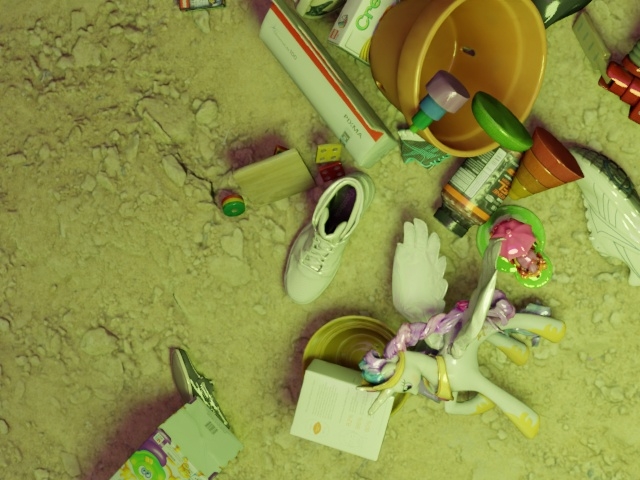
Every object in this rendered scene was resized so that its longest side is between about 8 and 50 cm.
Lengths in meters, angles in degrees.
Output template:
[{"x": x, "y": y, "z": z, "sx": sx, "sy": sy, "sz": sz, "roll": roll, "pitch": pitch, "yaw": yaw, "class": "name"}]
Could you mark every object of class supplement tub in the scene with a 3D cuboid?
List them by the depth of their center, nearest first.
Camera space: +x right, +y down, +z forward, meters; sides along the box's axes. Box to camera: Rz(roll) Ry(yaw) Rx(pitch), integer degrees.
[{"x": 0.297, "y": -0.101, "z": 1.593, "sx": 0.106, "sy": 0.106, "sz": 0.198, "roll": 38, "pitch": 101, "yaw": 7, "class": "supplement tub"}]

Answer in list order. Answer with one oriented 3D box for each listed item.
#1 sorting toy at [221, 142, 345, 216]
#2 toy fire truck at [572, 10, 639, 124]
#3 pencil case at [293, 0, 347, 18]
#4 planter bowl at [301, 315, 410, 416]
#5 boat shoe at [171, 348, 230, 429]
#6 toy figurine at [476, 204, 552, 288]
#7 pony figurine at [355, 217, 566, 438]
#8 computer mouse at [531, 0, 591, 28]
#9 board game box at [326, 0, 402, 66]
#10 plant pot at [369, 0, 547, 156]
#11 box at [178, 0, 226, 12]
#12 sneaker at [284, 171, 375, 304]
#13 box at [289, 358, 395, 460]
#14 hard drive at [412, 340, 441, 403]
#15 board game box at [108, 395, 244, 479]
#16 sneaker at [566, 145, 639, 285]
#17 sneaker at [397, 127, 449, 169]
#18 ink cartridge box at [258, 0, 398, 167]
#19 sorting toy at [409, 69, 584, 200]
[{"x": -0.083, "y": -0.136, "z": 1.665, "sx": 0.274, "sy": 0.132, "sz": 0.046, "roll": -19, "pitch": 60, "yaw": 8, "class": "sorting toy"}, {"x": 0.566, "y": -0.336, "z": 1.485, "sx": 0.246, "sy": 0.158, "sz": 0.217, "roll": 29, "pitch": 129, "yaw": 5, "class": "toy fire truck"}, {"x": -0.054, "y": -0.615, "z": 1.582, "sx": 0.183, "sy": 0.160, "sz": 0.411, "roll": -22, "pitch": 82, "yaw": -22, "class": "pencil case"}, {"x": 0.078, "y": 0.244, "z": 1.667, "sx": 0.217, "sy": 0.090, "sz": 0.217, "roll": 1, "pitch": 98, "yaw": 11, "class": "planter bowl"}, {"x": -0.250, "y": 0.315, "z": 1.768, "sx": 0.064, "sy": 0.075, "sz": 0.206, "roll": -19, "pitch": 82, "yaw": -30, "class": "boat shoe"}, {"x": 0.362, "y": 0.020, "z": 1.559, "sx": 0.130, "sy": 0.159, "sz": 0.173, "roll": -35, "pitch": 87, "yaw": 11, "class": "toy figurine"}, {"x": 0.254, "y": 0.164, "z": 1.514, "sx": 0.363, "sy": 0.302, "sz": 0.351, "roll": 17, "pitch": 89, "yaw": -25, "class": "pony figurine"}, {"x": 0.396, "y": -0.434, "z": 1.567, "sx": 0.272, "sy": 0.072, "sz": 0.189, "roll": -37, "pitch": 85, "yaw": 12, "class": "computer mouse"}, {"x": 0.161, "y": -0.458, "z": 1.564, "sx": 0.053, "sy": 0.192, "sz": 0.305, "roll": 39, "pitch": 104, "yaw": 50, "class": "board game box"}, {"x": 0.223, "y": -0.314, "z": 1.506, "sx": 0.203, "sy": 0.290, "sz": 0.291, "roll": 35, "pitch": 103, "yaw": 51, "class": "plant pot"}, {"x": -0.241, "y": -0.533, "z": 1.717, "sx": 0.093, "sy": 0.027, "sz": 0.137, "roll": -4, "pitch": 93, "yaw": 13, "class": "box"}, {"x": 0.000, "y": 0.000, "z": 1.630, "sx": 0.108, "sy": 0.169, "sz": 0.293, "roll": 28, "pitch": 100, "yaw": 7, "class": "sneaker"}, {"x": 0.045, "y": 0.312, "z": 1.588, "sx": 0.170, "sy": 0.091, "sz": 0.130, "roll": 16, "pitch": 100, "yaw": 9, "class": "box"}, {"x": 0.222, "y": 0.239, "z": 1.672, "sx": 0.094, "sy": 0.022, "sz": 0.135, "roll": 28, "pitch": 99, "yaw": 9, "class": "hard drive"}, {"x": -0.307, "y": 0.464, "z": 1.697, "sx": 0.144, "sy": 0.142, "sz": 0.275, "roll": 46, "pitch": 119, "yaw": 6, "class": "board game box"}, {"x": 0.529, "y": -0.042, "z": 1.550, "sx": 0.129, "sy": 0.111, "sz": 0.297, "roll": -44, "pitch": 75, "yaw": 34, "class": "sneaker"}, {"x": 0.219, "y": -0.169, "z": 1.613, "sx": 0.166, "sy": 0.065, "sz": 0.076, "roll": 15, "pitch": 110, "yaw": 42, "class": "sneaker"}, {"x": -0.003, "y": -0.275, "z": 1.500, "sx": 0.091, "sy": 0.385, "sz": 0.308, "roll": -38, "pitch": 85, "yaw": 11, "class": "ink cartridge box"}, {"x": 0.288, "y": -0.156, "z": 1.445, "sx": 0.126, "sy": 0.365, "sz": 0.127, "roll": -46, "pitch": 39, "yaw": 28, "class": "sorting toy"}]
